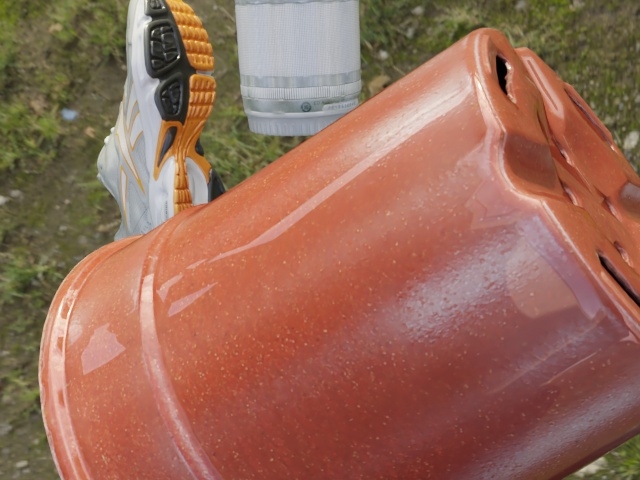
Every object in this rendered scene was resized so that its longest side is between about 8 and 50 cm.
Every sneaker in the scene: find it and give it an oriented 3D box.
[{"bbox_3d":[-0.166,-0.102,0.855,0.121,0.099,0.262,-6,88,32],"label":"sneaker"}]

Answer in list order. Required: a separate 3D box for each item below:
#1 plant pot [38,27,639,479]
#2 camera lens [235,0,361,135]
[{"bbox_3d":[0.042,0.045,0.492,0.265,0.272,0.272,-36,67,27],"label":"plant pot"},{"bbox_3d":[-0.037,-0.339,1.641,0.219,0.219,0.274,3,107,21],"label":"camera lens"}]
